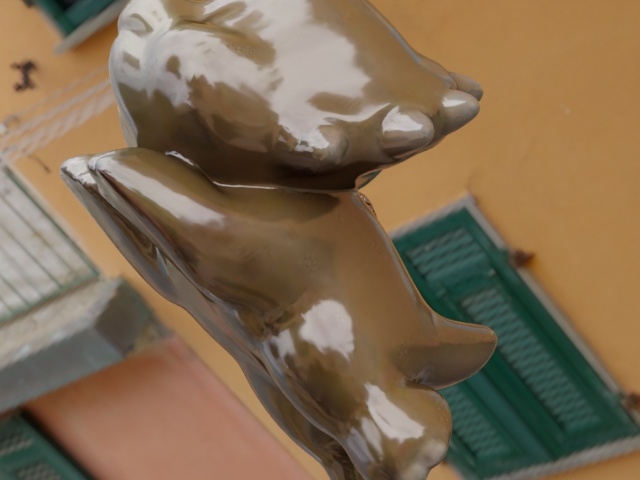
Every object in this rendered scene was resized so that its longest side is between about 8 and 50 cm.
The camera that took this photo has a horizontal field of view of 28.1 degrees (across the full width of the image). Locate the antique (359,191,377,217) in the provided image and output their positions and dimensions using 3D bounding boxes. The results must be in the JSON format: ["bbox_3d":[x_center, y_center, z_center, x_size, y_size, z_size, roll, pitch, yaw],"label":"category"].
[{"bbox_3d":[0.000,0.000,1.005,0.104,0.104,0.104,-34,22,16],"label":"antique"}]

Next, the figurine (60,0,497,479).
[{"bbox_3d":[0.005,-0.020,0.604,0.173,0.247,0.177,-42,-7,-16],"label":"figurine"}]
